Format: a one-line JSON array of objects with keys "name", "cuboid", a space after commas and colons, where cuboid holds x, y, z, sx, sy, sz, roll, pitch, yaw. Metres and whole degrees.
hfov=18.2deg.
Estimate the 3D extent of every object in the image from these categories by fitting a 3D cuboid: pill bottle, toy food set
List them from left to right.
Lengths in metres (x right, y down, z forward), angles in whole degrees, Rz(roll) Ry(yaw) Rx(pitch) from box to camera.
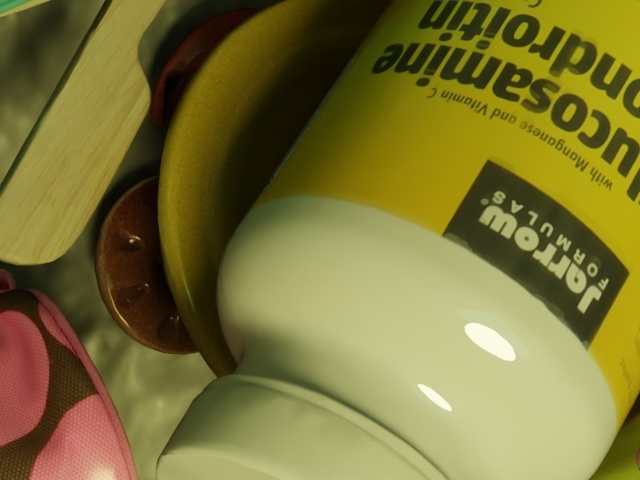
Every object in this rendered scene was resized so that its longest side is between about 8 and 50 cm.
[{"name": "toy food set", "cuboid": [0.000, 0.000, 0.570, 0.218, 0.071, 0.128, 30, 67, -29]}, {"name": "pill bottle", "cuboid": [0.039, 0.001, 0.489, 0.103, 0.103, 0.184, 47, 60, -26]}]

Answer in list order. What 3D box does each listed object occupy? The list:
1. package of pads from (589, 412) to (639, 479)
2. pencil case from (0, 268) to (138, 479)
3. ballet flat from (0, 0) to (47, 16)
[{"name": "package of pads", "cuboid": [0.145, 0.133, 0.569, 0.296, 0.101, 0.229, -38, 132, 13]}, {"name": "pencil case", "cuboid": [-0.153, 0.081, 0.510, 0.209, 0.098, 0.095, -20, 156, -18]}, {"name": "ballet flat", "cuboid": [-0.039, -0.106, 0.475, 0.248, 0.086, 0.086, -11, 110, 6]}]
